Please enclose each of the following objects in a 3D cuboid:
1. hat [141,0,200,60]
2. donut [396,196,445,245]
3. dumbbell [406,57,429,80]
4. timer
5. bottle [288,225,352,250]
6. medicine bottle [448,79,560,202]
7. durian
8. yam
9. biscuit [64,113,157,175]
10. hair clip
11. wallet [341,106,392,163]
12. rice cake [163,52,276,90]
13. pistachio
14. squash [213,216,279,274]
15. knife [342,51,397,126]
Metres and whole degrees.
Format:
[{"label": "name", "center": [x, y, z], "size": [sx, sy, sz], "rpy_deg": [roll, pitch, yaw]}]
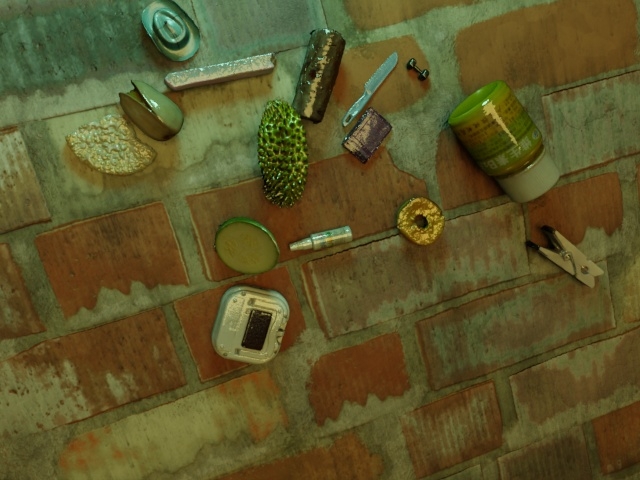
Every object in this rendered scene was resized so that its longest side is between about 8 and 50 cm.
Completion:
[{"label": "hat", "center": [-0.453, -0.640, 1.458], "size": [0.138, 0.078, 0.191], "rpy_deg": [-41, 104, -1]}, {"label": "donut", "center": [0.351, -0.069, 1.720], "size": [0.162, 0.065, 0.178], "rpy_deg": [-39, 105, 1]}, {"label": "dumbbell", "center": [0.331, -0.582, 1.650], "size": [0.083, 0.036, 0.040], "rpy_deg": [35, 92, -14]}, {"label": "timer", "center": [-0.235, 0.286, 1.639], "size": [0.237, 0.087, 0.262], "rpy_deg": [15, 96, -14]}, {"label": "bottle", "center": [0.000, 0.000, 1.658], "size": [0.217, 0.060, 0.060], "rpy_deg": [-13, 101, -11]}, {"label": "medicine bottle", "center": [0.631, -0.329, 1.655], "size": [0.224, 0.224, 0.384], "rpy_deg": [-43, 105, -3]}, {"label": "durian", "center": [-0.116, -0.275, 1.534], "size": [0.158, 0.169, 0.352], "rpy_deg": [-3, 97, 0]}, {"label": "yam", "center": [-0.009, -0.518, 1.547], "size": [0.131, 0.131, 0.279], "rpy_deg": [15, 97, -13]}, {"label": "biscuit", "center": [-0.641, -0.297, 1.491], "size": [0.265, 0.040, 0.188], "rpy_deg": [15, 95, -15]}, {"label": "hair clip", "center": [0.940, 0.064, 1.850], "size": [0.331, 0.085, 0.101], "rpy_deg": [31, 93, -21]}, {"label": "wallet", "center": [0.161, -0.358, 1.652], "size": [0.111, 0.030, 0.166], "rpy_deg": [37, 89, -13]}, {"label": "rice cake", "center": [-0.305, -0.524, 1.513], "size": [0.365, 0.072, 0.056], "rpy_deg": [-15, 99, -11]}, {"label": "pistachio", "center": [-0.509, -0.390, 1.460], "size": [0.206, 0.131, 0.129], "rpy_deg": [41, 81, -10]}, {"label": "squash", "center": [-0.238, 0.023, 1.511], "size": [0.189, 0.260, 0.189], "rpy_deg": [-3, 101, -13]}, {"label": "knife", "center": [0.168, -0.512, 1.640], "size": [0.044, 0.019, 0.313], "rpy_deg": [39, 87, -12]}]
